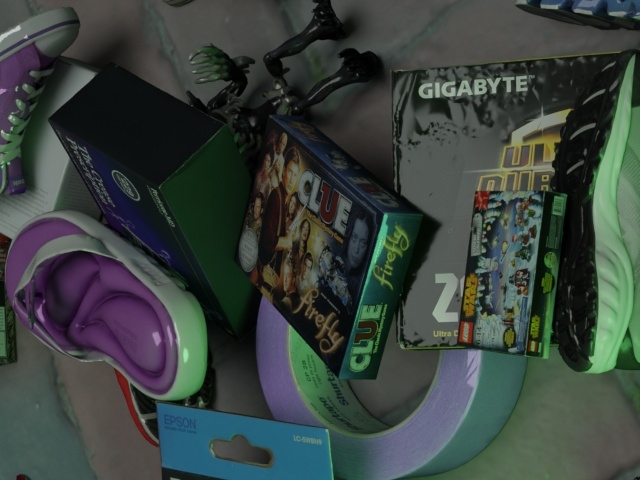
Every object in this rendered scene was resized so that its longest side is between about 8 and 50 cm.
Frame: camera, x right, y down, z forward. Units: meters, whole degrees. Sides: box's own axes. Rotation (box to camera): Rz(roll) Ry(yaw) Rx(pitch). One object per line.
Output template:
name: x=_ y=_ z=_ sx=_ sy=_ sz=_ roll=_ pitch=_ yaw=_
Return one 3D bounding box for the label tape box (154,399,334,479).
label tape box: x=-0.040 y=0.327 z=1.443 sx=0.241 sy=0.106 sz=0.333 roll=3 pitch=99 yaw=40

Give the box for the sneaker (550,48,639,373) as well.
sneaker: x=0.253 y=-0.023 z=1.172 sx=0.100 sy=0.108 sz=0.271 roll=147 pitch=128 yaw=-72

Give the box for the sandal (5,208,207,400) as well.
sandal: x=-0.264 y=0.062 z=1.538 sx=0.416 sy=0.102 sz=0.169 roll=13 pitch=105 yaw=51

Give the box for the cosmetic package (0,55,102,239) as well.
cosmetic package: x=-0.315 y=-0.103 z=1.745 sx=0.117 sy=0.085 sz=0.231 roll=26 pitch=100 yaw=37

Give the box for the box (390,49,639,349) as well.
box: x=0.226 y=-0.034 z=1.260 sx=0.322 sy=0.079 sz=0.257 roll=-2 pitch=86 yaw=17

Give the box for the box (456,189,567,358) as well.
box: x=0.158 y=0.026 z=1.193 sx=0.094 sy=0.027 sz=0.137 roll=1 pitch=84 yaw=59

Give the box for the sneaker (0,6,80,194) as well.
sneaker: x=-0.364 y=-0.146 z=1.691 sx=0.282 sy=0.102 sz=0.161 roll=-35 pitch=89 yaw=20

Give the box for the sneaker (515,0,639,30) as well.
sneaker: x=0.319 y=-0.272 z=1.239 sx=0.316 sy=0.127 sz=0.182 roll=14 pitch=97 yaw=39

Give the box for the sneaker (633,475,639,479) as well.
sneaker: x=0.344 y=0.200 z=1.221 sx=0.093 sy=0.088 sz=0.225 roll=43 pitch=113 yaw=10

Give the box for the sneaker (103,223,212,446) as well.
sneaker: x=-0.211 y=0.117 z=1.655 sx=0.118 sy=0.107 sz=0.279 roll=-47 pitch=55 yaw=46

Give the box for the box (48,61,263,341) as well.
box: x=-0.150 y=-0.038 z=1.498 sx=0.184 sy=0.261 sz=0.103 roll=27 pitch=65 yaw=35

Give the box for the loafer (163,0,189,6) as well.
loafer: x=-0.147 y=-0.315 z=1.658 sx=0.125 sy=0.039 sz=0.045 roll=-28 pitch=71 yaw=33

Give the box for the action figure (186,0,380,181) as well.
action figure: x=-0.078 y=-0.142 z=1.530 sx=0.276 sy=0.141 sz=0.164 roll=-38 pitch=67 yaw=26

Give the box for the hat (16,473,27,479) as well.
hat: x=-0.284 y=0.378 z=1.718 sx=0.208 sy=0.183 sz=0.173 roll=43 pitch=128 yaw=-13

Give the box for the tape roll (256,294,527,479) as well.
tape roll: x=0.067 y=0.101 z=1.428 sx=0.275 sy=0.090 sz=0.274 roll=-4 pitch=84 yaw=37

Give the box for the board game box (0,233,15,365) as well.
board game box: x=-0.524 y=0.018 z=1.801 sx=0.141 sy=0.232 sz=0.291 roll=-11 pitch=79 yaw=37

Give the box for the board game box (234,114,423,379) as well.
board game box: x=0.000 y=0.000 z=1.340 sx=0.243 sy=0.042 sz=0.165 roll=43 pitch=125 yaw=53
